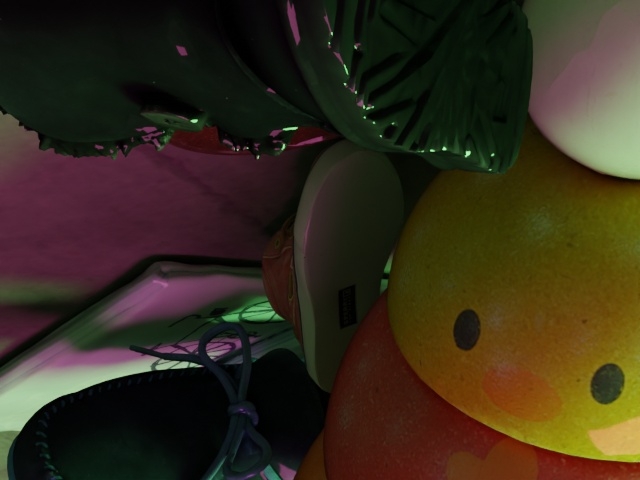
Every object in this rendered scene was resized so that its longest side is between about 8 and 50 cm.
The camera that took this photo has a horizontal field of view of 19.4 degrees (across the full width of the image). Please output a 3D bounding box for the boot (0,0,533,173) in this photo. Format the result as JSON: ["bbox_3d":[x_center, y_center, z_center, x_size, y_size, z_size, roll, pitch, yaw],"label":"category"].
[{"bbox_3d":[-0.049,-0.080,0.669,0.207,0.094,0.246,6,174,19],"label":"boot"}]

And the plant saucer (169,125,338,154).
[{"bbox_3d":[-0.019,-0.079,0.890,0.168,0.029,0.168,-10,159,-4],"label":"plant saucer"}]

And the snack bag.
[{"bbox_3d":[-0.062,0.090,1.323,0.343,0.037,0.323,6,155,-40],"label":"snack bag"}]

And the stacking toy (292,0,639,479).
[{"bbox_3d":[0.129,0.050,0.932,0.351,0.350,0.480,-8,127,-10],"label":"stacking toy"}]

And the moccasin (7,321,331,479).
[{"bbox_3d":[-0.034,0.112,1.205,0.342,0.137,0.117,-6,156,-38],"label":"moccasin"}]

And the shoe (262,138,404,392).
[{"bbox_3d":[0.000,0.000,1.073,0.063,0.081,0.178,-17,134,-20],"label":"shoe"}]
